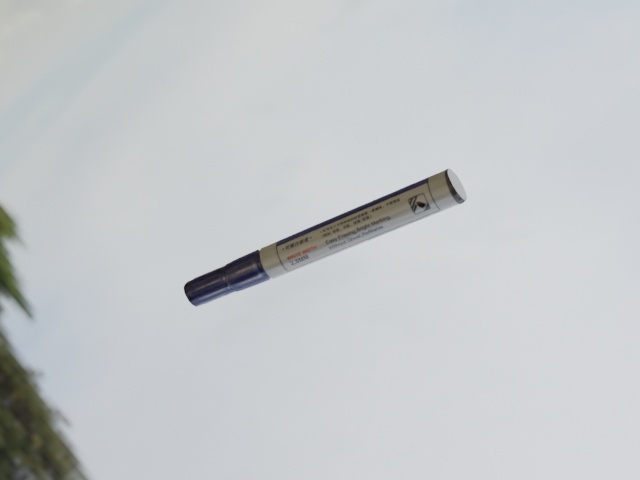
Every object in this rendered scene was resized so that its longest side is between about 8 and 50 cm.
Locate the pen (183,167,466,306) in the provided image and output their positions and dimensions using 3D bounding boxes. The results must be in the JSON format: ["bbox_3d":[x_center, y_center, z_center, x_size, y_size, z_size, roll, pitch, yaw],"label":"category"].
[{"bbox_3d":[0.000,0.000,1.205,0.204,0.025,0.025,-22,-162,21],"label":"pen"}]
